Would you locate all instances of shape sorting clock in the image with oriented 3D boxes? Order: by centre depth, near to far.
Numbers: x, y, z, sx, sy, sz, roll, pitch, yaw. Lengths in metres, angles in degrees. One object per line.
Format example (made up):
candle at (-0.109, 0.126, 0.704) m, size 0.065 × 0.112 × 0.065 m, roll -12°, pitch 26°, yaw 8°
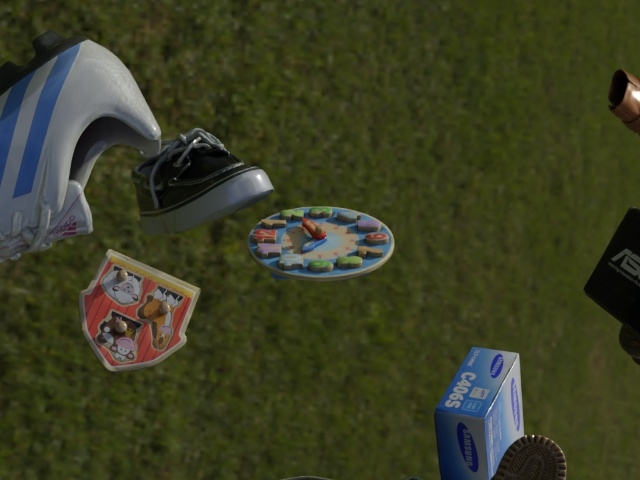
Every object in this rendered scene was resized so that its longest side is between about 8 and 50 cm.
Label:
shape sorting clock at (0.000, 0.000, 1.882) m, size 0.206 × 0.206 × 0.040 m, roll -45°, pitch 139°, yaw -50°

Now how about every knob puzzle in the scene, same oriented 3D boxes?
knob puzzle at (-0.307, 0.127, 2.211) m, size 0.213 × 0.213 × 0.030 m, roll -68°, pitch -171°, yaw -25°

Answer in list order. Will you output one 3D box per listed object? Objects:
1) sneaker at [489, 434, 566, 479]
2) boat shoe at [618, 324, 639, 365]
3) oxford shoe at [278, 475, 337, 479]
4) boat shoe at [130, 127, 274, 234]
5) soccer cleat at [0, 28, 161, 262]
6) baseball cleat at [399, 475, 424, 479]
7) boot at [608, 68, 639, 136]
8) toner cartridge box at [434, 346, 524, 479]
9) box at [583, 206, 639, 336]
sneaker at (0.195, 0.364, 1.523) m, size 0.282 × 0.099 × 0.153 m, roll -60°, pitch 167°, yaw -17°
boat shoe at (0.377, 0.060, 1.409) m, size 0.178 × 0.064 × 0.060 m, roll -53°, pitch 130°, yaw -15°
oxford shoe at (-0.105, 0.313, 1.353) m, size 0.169 × 0.449 × 0.130 m, roll -42°, pitch 106°, yaw -42°
boat shoe at (-0.147, -0.073, 1.539) m, size 0.113 × 0.306 × 0.104 m, roll -22°, pitch 96°, yaw -18°
soccer cleat at (-0.272, -0.027, 1.079) m, size 0.331 × 0.143 × 0.116 m, roll -42°, pitch 175°, yaw -9°
baseball cleat at (0.110, 0.426, 1.832) m, size 0.109 × 0.072 × 0.205 m, roll -63°, pitch 156°, yaw -80°
boot at (0.454, -0.184, 1.811) m, size 0.073 × 0.152 × 0.197 m, roll -53°, pitch -168°, yaw 27°
toner cartridge box at (0.237, 0.344, 1.934) m, size 0.165 × 0.075 × 0.347 m, roll -52°, pitch 141°, yaw -51°
box at (0.433, 0.126, 1.013) m, size 0.318 × 0.395 × 0.097 m, roll 20°, pitch 104°, yaw -31°
